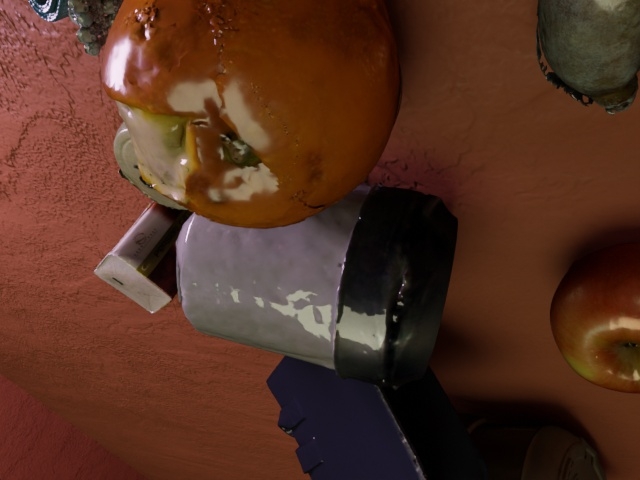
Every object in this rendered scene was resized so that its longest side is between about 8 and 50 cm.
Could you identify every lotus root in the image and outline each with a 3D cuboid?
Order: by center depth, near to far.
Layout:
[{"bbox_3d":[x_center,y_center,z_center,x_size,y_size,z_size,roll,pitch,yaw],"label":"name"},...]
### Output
[{"bbox_3d":[0.199,-0.155,0.375,0.088,0.088,0.165,4,151,26],"label":"lotus root"}]

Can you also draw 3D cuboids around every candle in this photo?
[{"bbox_3d":[-0.028,0.028,0.604,0.343,0.221,0.221,12,140,14],"label":"candle"}]

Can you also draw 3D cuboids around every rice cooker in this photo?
[{"bbox_3d":[0.279,0.461,0.868,0.325,0.335,0.335,-15,127,41],"label":"rice cooker"}]

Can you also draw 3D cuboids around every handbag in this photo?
[{"bbox_3d":[0.055,0.277,0.786,0.303,0.122,0.329,61,142,25],"label":"handbag"}]

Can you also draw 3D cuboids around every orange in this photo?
[{"bbox_3d":[-0.052,-0.125,0.443,0.240,0.240,0.240,16,141,13],"label":"orange"}]

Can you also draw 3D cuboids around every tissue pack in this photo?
[{"bbox_3d":[-0.230,0.010,0.761,0.106,0.148,0.099,40,141,-17],"label":"tissue pack"}]

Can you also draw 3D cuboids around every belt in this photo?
[{"bbox_3d":[-0.238,-0.280,0.500,0.100,0.065,0.179,36,143,3],"label":"belt"}]

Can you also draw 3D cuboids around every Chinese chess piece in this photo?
[{"bbox_3d":[-0.197,-0.104,0.683,0.144,0.058,0.144,16,142,13],"label":"Chinese chess piece"}]

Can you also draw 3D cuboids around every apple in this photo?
[{"bbox_3d":[0.323,0.076,0.539,0.164,0.139,0.163,18,131,22],"label":"apple"}]
